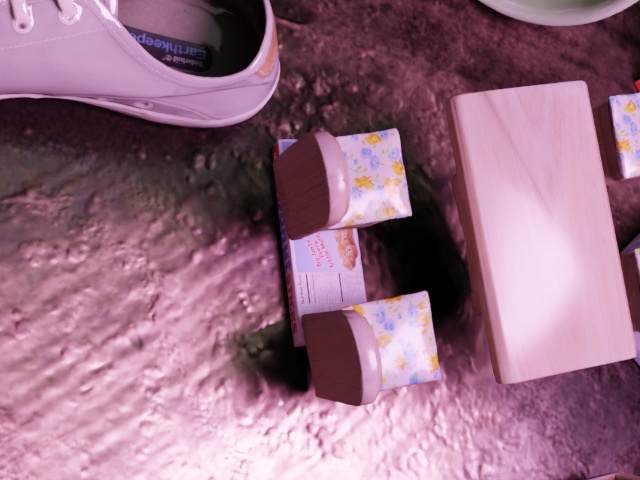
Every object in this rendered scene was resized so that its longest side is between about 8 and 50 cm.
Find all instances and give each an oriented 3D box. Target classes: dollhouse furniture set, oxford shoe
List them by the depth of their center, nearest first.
[{"bbox_3d":[0.196,0.073,0.696,0.362,0.256,0.394,-9,87,-16],"label":"dollhouse furniture set"},{"bbox_3d":[-0.233,-0.178,0.713,0.449,0.130,0.169,5,73,-21],"label":"oxford shoe"}]

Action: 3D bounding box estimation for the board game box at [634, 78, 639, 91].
[{"bbox_3d":[0.429,-0.118,0.968,0.045,0.147,0.193,-29,86,-28],"label":"board game box"}]

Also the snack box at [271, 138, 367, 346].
[{"bbox_3d":[0.000,0.000,0.813,0.064,0.022,0.178,-1,74,-22],"label":"snack box"}]

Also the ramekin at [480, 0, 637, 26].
[{"bbox_3d":[0.234,-0.369,0.886,0.303,0.303,0.148,51,55,-1],"label":"ramekin"}]

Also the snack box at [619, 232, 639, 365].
[{"bbox_3d":[0.384,0.052,0.936,0.207,0.070,0.174,-39,91,-27],"label":"snack box"}]
